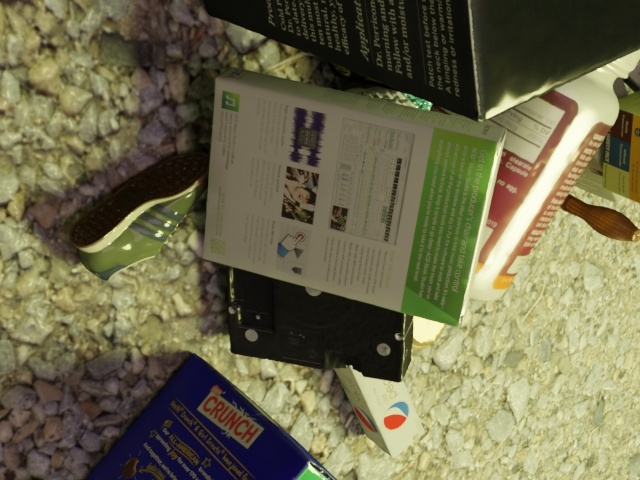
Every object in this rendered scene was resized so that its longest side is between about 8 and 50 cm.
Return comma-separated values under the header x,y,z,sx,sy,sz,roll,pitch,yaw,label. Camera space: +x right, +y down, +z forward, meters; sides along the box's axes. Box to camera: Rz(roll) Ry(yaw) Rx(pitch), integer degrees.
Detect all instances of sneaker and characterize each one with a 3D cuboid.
x,y,z,sx,sy,sz,roll,pitch,yaw,label
0.083,-0.192,1.260,0.065,0.166,0.076,36,75,-34,sneaker
-0.201,-0.024,1.197,0.192,0.064,0.086,-36,142,-23,sneaker

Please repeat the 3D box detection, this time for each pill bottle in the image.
x,y,z,sx,sy,sz,roll,pitch,yaw,label
0.237,-0.140,1.313,0.224,0.224,0.392,17,111,-40,pill bottle

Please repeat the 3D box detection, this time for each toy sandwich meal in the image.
x,y,z,sx,sy,sz,roll,pitch,yaw,label
0.155,0.124,1.548,0.085,0.029,0.086,-7,105,-28,toy sandwich meal

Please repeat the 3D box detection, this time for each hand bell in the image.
x,y,z,sx,sy,sz,roll,pitch,yaw,label
0.364,-0.052,1.473,0.126,0.242,0.126,-15,119,-30,hand bell

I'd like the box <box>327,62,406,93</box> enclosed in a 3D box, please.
x,y,z,sx,sy,sz,roll,pitch,yaw,label
0.124,-0.250,1.215,0.175,0.220,0.051,-39,121,-16,box

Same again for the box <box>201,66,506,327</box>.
x,y,z,sx,sy,sz,roll,pitch,yaw,label
0.029,-0.049,1.149,0.058,0.321,0.232,-51,153,-59,box

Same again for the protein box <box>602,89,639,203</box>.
x,y,z,sx,sy,sz,roll,pitch,yaw,label
0.538,-0.131,1.425,0.199,0.201,0.136,-23,123,-27,protein box

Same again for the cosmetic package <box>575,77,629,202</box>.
x,y,z,sx,sy,sz,roll,pitch,yaw,label
0.389,-0.179,1.509,0.107,0.127,0.238,-48,129,-7,cosmetic package

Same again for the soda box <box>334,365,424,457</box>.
x,y,z,sx,sy,sz,roll,pitch,yaw,label
0.080,0.220,1.506,0.069,0.074,0.216,-37,128,-17,soda box

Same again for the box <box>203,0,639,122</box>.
x,y,z,sx,sy,sz,roll,pitch,yaw,label
0.168,-0.383,1.016,0.479,0.471,0.297,-26,126,-25,box

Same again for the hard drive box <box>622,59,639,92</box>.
x,y,z,sx,sy,sz,roll,pitch,yaw,label
0.521,-0.297,1.512,0.181,0.089,0.232,-49,146,14,hard drive box

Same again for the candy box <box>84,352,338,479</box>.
x,y,z,sx,sy,sz,roll,pitch,yaw,label
-0.161,0.342,1.258,0.317,0.268,0.122,-50,134,-6,candy box

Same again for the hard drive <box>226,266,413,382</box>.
x,y,z,sx,sy,sz,roll,pitch,yaw,label
0.000,0.000,1.249,0.064,0.236,0.339,-55,148,-59,hard drive
